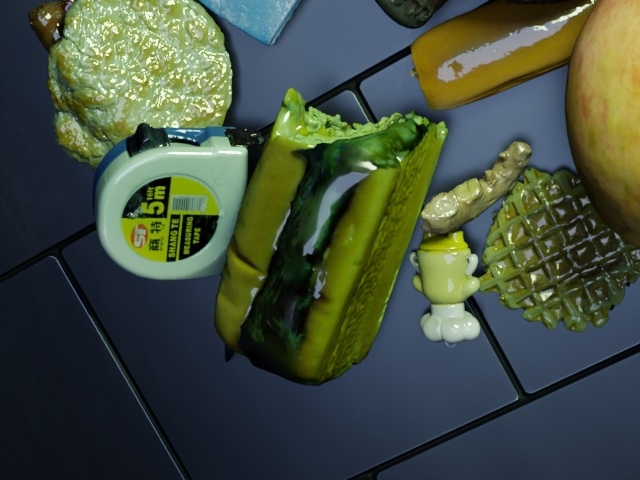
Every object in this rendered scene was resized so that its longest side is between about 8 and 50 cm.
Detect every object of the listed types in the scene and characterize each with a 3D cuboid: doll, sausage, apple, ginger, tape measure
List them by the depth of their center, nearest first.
[{"bbox_3d":[0.452,-0.145,1.336,0.364,0.364,0.363,2,102,10],"label":"apple"},{"bbox_3d":[0.271,-0.264,1.491,0.328,0.112,0.112,-21,97,12],"label":"sausage"},{"bbox_3d":[0.204,-0.064,1.545,0.173,0.069,0.051,-41,52,-3],"label":"ginger"},{"bbox_3d":[0.170,0.066,1.591,0.106,0.062,0.162,3,102,40],"label":"doll"},{"bbox_3d":[-0.200,0.009,1.602,0.215,0.098,0.351,0,118,-16],"label":"tape measure"}]

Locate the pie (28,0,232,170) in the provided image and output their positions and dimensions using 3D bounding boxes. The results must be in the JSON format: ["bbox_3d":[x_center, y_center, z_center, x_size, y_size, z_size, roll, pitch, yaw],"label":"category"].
[{"bbox_3d":[-0.248,-0.218,1.593,0.257,0.105,0.274,-9,102,0],"label":"pie"}]

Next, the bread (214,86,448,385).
[{"bbox_3d":[0.000,0.000,1.523,0.208,0.251,0.376,23,104,28],"label":"bread"}]

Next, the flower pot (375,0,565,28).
[{"bbox_3d":[0.188,-0.386,1.399,0.267,0.266,0.266,-17,98,32],"label":"flower pot"}]

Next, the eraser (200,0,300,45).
[{"bbox_3d":[-0.043,-0.418,1.534,0.144,0.042,0.311,35,110,1],"label":"eraser"}]

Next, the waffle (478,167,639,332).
[{"bbox_3d":[0.322,0.012,1.557,0.208,0.054,0.214,20,100,7],"label":"waffle"}]
